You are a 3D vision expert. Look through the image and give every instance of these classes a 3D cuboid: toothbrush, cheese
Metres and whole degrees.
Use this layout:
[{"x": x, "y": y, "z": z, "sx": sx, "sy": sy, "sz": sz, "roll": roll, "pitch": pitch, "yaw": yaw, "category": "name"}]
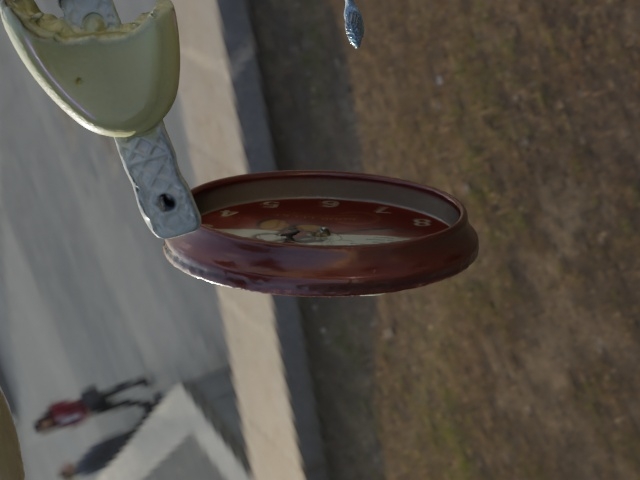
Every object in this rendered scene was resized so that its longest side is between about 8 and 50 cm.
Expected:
[{"x": 0.006, "y": -0.205, "z": 0.970, "sx": 0.193, "sy": 0.013, "sz": 0.019, "roll": 71, "pitch": -158, "yaw": -48, "category": "toothbrush"}, {"x": -0.154, "y": -0.102, "z": 1.126, "sx": 0.050, "sy": 0.127, "sz": 0.235, "roll": -102, "pitch": -5, "yaw": -62, "category": "cheese"}]

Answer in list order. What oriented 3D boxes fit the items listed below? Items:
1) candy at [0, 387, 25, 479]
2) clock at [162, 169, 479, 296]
[{"x": -0.340, "y": 0.130, "z": 1.082, "sx": 0.295, "sy": 0.185, "sz": 0.295, "roll": 38, "pitch": 161, "yaw": 16, "category": "candy"}, {"x": 0.000, "y": 0.000, "z": 1.426, "sx": 0.318, "sy": 0.318, "sz": 0.080, "roll": 31, "pitch": 123, "yaw": 58, "category": "clock"}]
